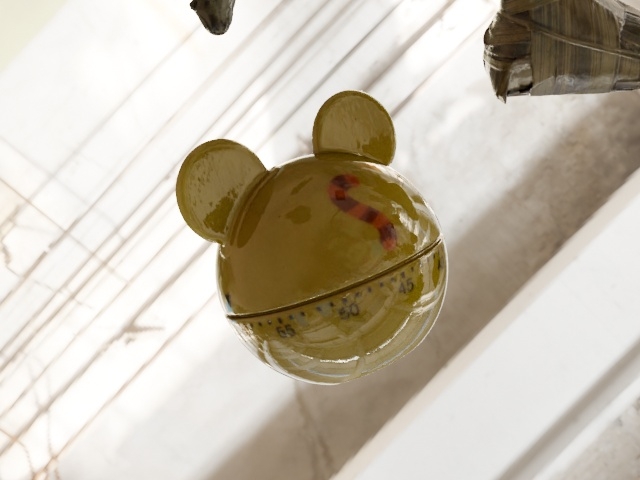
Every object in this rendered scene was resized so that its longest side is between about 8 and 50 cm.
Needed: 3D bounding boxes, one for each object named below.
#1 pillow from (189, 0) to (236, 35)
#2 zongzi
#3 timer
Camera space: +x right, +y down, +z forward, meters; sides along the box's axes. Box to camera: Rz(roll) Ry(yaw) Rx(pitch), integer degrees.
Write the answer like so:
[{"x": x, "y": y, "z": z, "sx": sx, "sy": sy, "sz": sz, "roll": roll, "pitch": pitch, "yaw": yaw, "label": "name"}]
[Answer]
[{"x": -0.146, "y": -0.392, "z": 1.382, "sx": 0.051, "sy": 0.093, "sz": 0.241, "roll": -21, "pitch": -128, "yaw": 50, "label": "pillow"}, {"x": 0.384, "y": -0.351, "z": 1.462, "sx": 0.286, "sy": 0.288, "sz": 0.134, "roll": -4, "pitch": -149, "yaw": -4, "label": "zongzi"}, {"x": 0.000, "y": 0.000, "z": 1.465, "sx": 0.376, "sy": 0.386, "sz": 0.376, "roll": -22, "pitch": -173, "yaw": 3, "label": "timer"}]
